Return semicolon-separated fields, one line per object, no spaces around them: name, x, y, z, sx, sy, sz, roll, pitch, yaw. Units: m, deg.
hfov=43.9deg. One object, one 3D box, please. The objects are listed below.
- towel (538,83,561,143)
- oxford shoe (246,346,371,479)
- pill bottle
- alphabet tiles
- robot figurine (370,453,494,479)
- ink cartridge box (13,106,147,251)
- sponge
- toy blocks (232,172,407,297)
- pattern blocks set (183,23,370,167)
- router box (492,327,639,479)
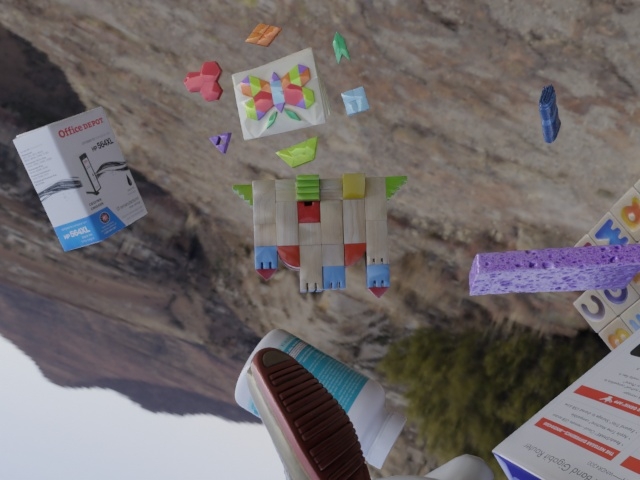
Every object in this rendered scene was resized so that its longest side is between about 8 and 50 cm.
towel;0.492;-0.270;1.704;0.029;0.067;0.119;6;145;27
oxford shoe;-0.010;0.295;0.932;0.123;0.130;0.348;-4;-120;-58
pill bottle;0.004;0.264;1.293;0.264;0.146;0.146;27;173;14
alphabet tiles;0.468;0.067;1.027;0.285;0.011;0.342;55;150;20
robot figurine;0.049;0.304;0.536;0.300;0.353;0.200;43;129;3
ink cartridge box;-0.398;-0.106;1.333;0.085;0.203;0.148;-13;-164;27
sponge;0.301;0.039;1.023;0.210;0.031;0.117;-3;162;4
toy blocks;0.000;0.000;1.738;0.381;0.261;0.191;-2;174;-2
pattern blocks set;-0.081;-0.282;1.546;0.285;0.324;0.026;64;-170;3
router box;0.348;0.153;0.624;0.082;0.301;0.335;58;166;-13
